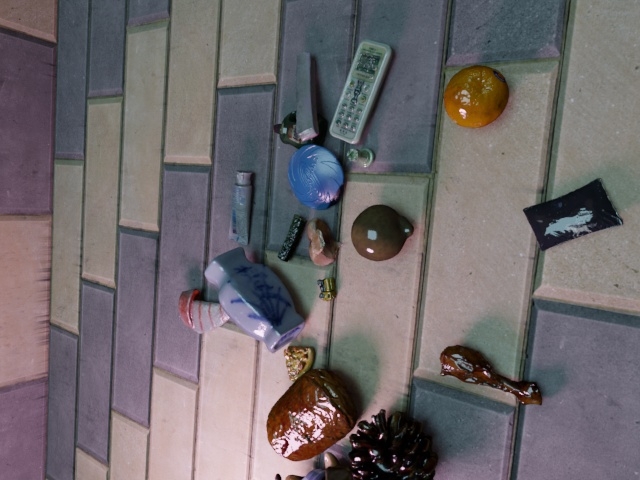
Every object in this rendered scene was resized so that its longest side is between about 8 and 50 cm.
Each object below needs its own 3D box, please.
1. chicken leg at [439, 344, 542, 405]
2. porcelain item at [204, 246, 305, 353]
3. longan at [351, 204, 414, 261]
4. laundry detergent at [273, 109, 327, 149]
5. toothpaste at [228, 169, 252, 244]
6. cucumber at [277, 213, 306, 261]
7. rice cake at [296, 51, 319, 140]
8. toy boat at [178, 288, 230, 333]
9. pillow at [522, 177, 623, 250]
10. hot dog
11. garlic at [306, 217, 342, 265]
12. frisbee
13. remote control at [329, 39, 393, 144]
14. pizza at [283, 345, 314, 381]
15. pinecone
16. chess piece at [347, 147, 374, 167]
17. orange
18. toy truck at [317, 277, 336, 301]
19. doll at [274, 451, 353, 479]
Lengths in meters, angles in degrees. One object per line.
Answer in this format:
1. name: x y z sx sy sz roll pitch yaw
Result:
1. chicken leg: 0.500 0.403 1.386 0.305 0.093 0.113 22 122 23
2. porcelain item: -0.249 0.223 1.784 0.405 0.243 0.178 46 137 19
3. longan: 0.200 -0.026 1.518 0.205 0.159 0.184 -6 89 20
4. laundry detergent: -0.086 -0.417 1.742 0.222 0.078 0.144 22 102 33
5. toothpaste: -0.325 -0.136 1.922 0.114 0.073 0.299 18 109 31
6. cucumber: -0.108 -0.005 1.783 0.058 0.058 0.187 33 110 28
7. rice cake: -0.050 -0.515 1.673 0.073 0.056 0.364 -13 67 25
8. toy boat: -0.483 0.313 2.044 0.283 0.096 0.205 0 98 21
9. pillow: 0.675 -0.065 1.264 0.208 0.055 0.141 -27 69 30
10. hot dog: -0.029 0.624 1.692 0.387 0.174 0.267 -47 71 24
11. garlic: 0.001 0.002 1.696 0.124 0.099 0.174 -24 74 51
12. frisbee: -0.025 -0.223 1.689 0.242 0.045 0.241 15 118 29
13. remote control: 0.139 -0.500 1.593 0.128 0.066 0.335 30 108 31
14. pizza: -0.094 0.463 1.798 0.134 0.046 0.174 31 109 29
15. pinecone: 0.218 0.690 1.482 0.298 0.242 0.295 -25 80 38
16. chess piece: 0.133 -0.283 1.583 0.067 0.103 0.067 2 93 33
17. orange: 0.443 -0.409 1.338 0.178 0.155 0.177 1 81 -8
18. toy truck: 0.026 0.179 1.706 0.054 0.049 0.083 -13 84 32
19. doll: -0.004 0.930 1.656 0.340 0.209 0.317 -43 77 25
